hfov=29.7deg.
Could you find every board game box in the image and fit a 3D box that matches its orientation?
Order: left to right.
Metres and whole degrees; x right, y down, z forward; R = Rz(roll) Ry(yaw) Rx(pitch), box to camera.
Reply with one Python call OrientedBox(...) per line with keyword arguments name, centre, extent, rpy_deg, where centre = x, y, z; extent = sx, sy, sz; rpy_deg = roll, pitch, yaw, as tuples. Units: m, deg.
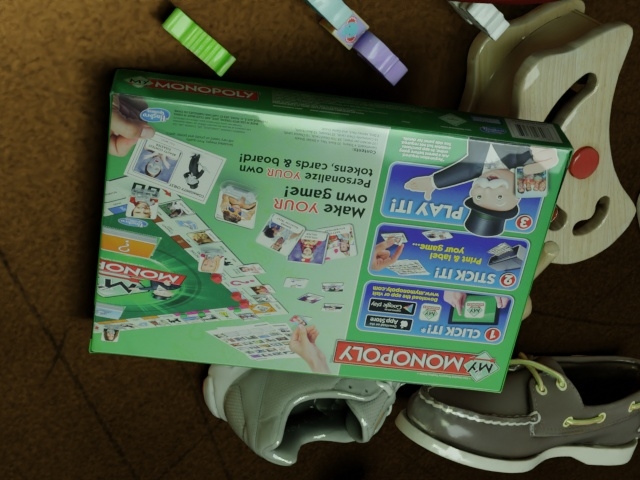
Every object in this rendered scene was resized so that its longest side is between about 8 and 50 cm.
OrientedBox(name="board game box", centre=(0.000, 0.000, 0.875), extent=(0.317, 0.046, 0.213), rpy_deg=(7, 120, -8))

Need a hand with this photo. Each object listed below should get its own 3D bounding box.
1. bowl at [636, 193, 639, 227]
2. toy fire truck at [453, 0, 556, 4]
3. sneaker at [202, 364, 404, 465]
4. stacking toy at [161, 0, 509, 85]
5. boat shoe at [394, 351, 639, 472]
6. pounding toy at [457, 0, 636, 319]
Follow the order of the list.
OrientedBox(name="bowl", centre=(0.386, -0.027, 1.177), extent=(0.142, 0.053, 0.142), rpy_deg=(-36, 134, -5))
OrientedBox(name="toy fire truck", centre=(0.111, -0.236, 0.693), extent=(0.302, 0.254, 0.169), rpy_deg=(0, 97, -32))
OrientedBox(name="sneaker", centre=(0.042, 0.113, 1.011), extent=(0.262, 0.121, 0.099), rpy_deg=(-25, 130, -16))
OrientedBox(name="stacking toy", centre=(0.019, -0.152, 0.862), extent=(0.167, 0.052, 0.221), rpy_deg=(-49, 132, 6))
OrientedBox(name="boat shoe", centre=(0.206, 0.154, 1.151), extent=(0.324, 0.116, 0.096), rpy_deg=(8, 111, -40))
OrientedBox(name="pounding toy", centre=(0.204, -0.046, 0.977), extent=(0.154, 0.155, 0.269), rpy_deg=(-7, 121, -27))
